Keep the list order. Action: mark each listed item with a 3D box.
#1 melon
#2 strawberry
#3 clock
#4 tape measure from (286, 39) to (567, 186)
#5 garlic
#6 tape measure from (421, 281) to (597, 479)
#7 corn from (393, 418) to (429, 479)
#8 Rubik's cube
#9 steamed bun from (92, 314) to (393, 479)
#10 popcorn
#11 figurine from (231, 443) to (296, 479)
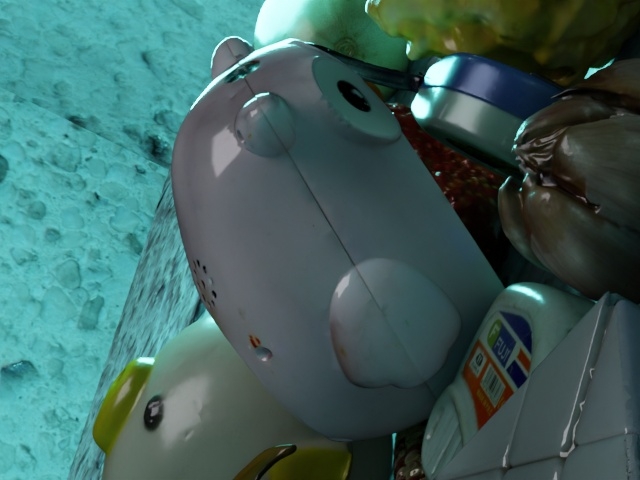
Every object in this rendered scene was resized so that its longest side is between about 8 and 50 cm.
[{"bbox_3d":[0.022,-0.312,2.677,0.272,0.272,0.308,-55,14,34],"label":"melon"},{"bbox_3d":[0.088,-0.036,1.952,0.312,0.267,0.351,-49,29,-24],"label":"strawberry"},{"bbox_3d":[0.000,0.000,1.636,0.251,0.376,0.368,-32,23,2],"label":"clock"},{"bbox_3d":[0.141,-0.140,1.689,0.098,0.351,0.215,-65,11,0],"label":"tape measure"},{"bbox_3d":[0.267,-0.049,1.483,0.214,0.191,0.160,-50,40,8],"label":"garlic"},{"bbox_3d":[0.187,0.164,1.437,0.246,0.125,0.243,-63,14,11],"label":"tape measure"},{"bbox_3d":[0.118,0.259,1.586,0.098,0.098,0.290,-56,19,31],"label":"corn"},{"bbox_3d":[0.208,0.214,1.040,0.231,0.225,0.221,-53,18,34],"label":"Rubik's cube"},{"bbox_3d":[-0.086,0.253,1.901,0.334,0.334,0.374,-85,21,-57],"label":"steamed bun"},{"bbox_3d":[0.227,-0.324,1.862,0.382,0.349,0.349,-14,-36,-55],"label":"popcorn"},{"bbox_3d":[-0.081,0.432,1.648,0.387,0.268,0.401,-34,40,38],"label":"figurine"}]
